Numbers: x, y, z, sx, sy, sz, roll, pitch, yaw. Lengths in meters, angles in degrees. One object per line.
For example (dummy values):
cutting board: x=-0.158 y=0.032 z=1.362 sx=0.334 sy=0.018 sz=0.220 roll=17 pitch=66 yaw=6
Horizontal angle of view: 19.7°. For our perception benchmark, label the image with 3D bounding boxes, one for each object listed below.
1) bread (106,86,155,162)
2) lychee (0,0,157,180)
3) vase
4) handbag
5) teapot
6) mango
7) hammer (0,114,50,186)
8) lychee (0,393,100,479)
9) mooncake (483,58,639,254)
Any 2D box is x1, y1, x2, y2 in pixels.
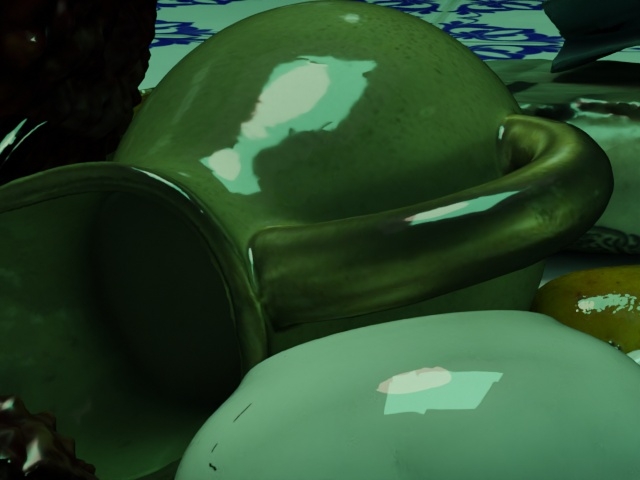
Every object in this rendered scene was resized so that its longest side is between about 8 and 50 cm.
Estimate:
bread: x=-0.064 y=-0.091 z=1.599 sx=0.184 sy=0.110 sz=0.234 roll=9 pitch=18 yaw=34
lychee: x=-0.302 y=-0.185 z=1.337 sx=0.500 sy=0.425 sz=0.424 roll=-15 pitch=13 yaw=8
vase: x=0.000 y=0.000 z=0.953 sx=0.329 sy=0.241 sz=0.302 roll=-11 pitch=11 yaw=43
handbag: x=0.293 y=-0.178 z=1.411 sx=0.221 sy=0.057 sz=0.144 roll=-10 pitch=1 yaw=34
teapot: x=0.064 y=0.112 z=0.754 sx=0.299 sy=0.166 sz=0.208 roll=3 pitch=-29 yaw=-8
mango: x=0.183 y=0.058 z=1.075 sx=0.165 sy=0.089 sz=0.115 roll=-7 pitch=6 yaw=-35
hammer: x=-0.094 y=-0.007 z=1.323 sx=0.044 sy=0.152 sz=0.427 roll=6 pitch=4 yaw=37
lychee: x=-0.165 y=0.129 z=0.637 sx=0.188 sy=0.188 sz=0.188 roll=0 pitch=14 yaw=0
mooncake: x=0.195 y=-0.063 z=1.436 sx=0.250 sy=0.136 sz=0.254 roll=2 pitch=15 yaw=-1
